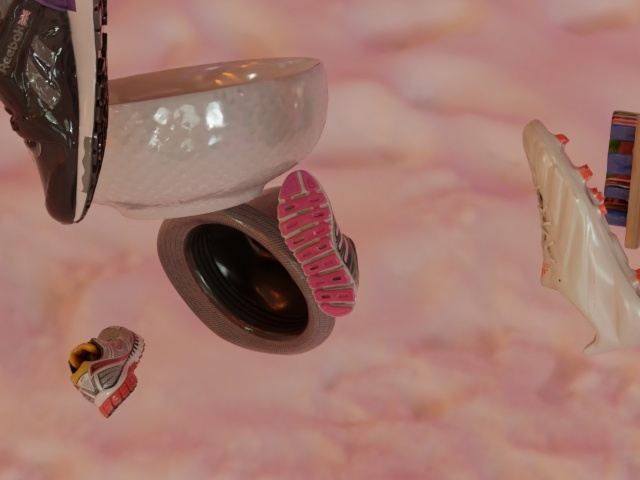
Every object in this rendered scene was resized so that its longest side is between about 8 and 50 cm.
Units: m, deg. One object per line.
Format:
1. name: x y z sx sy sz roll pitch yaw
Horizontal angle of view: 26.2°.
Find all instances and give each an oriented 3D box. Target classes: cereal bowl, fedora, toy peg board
1. cereal bowl: -0.152 -0.109 1.521 0.338 0.141 0.339 -9 12 2
2. fedora: -0.065 0.020 1.721 0.244 0.275 0.124 52 57 -11
3. toy peg board: 0.377 -0.086 1.687 0.079 0.161 0.160 9 15 27

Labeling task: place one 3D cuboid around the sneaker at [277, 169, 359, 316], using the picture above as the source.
1. sneaker: 0.000 0.000 1.554 0.063 0.170 0.075 -20 8 13

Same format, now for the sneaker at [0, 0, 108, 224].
1. sneaker: -0.239 -0.150 1.132 0.124 0.283 0.107 2 25 -4

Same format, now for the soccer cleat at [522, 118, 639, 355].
1. soccer cleat: 0.199 -0.001 1.094 0.196 0.076 0.068 63 14 2

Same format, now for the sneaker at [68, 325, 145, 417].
1. sneaker: -0.318 0.172 2.031 0.092 0.088 0.225 42 8 -15
